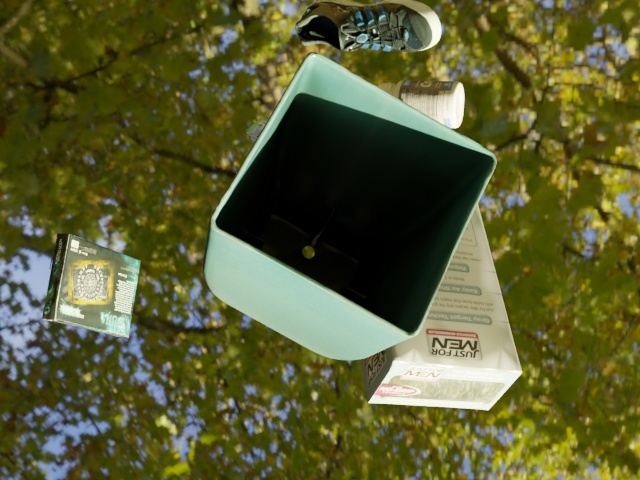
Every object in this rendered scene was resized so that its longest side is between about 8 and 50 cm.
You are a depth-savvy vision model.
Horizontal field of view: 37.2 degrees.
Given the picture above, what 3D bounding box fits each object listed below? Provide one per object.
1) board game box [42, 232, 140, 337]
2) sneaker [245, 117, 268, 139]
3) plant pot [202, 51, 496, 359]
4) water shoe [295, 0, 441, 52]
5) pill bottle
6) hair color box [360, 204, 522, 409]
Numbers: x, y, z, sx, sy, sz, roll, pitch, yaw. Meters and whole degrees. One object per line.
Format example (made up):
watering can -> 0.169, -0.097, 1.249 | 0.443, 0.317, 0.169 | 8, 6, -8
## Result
board game box -> -0.336, 0.071, 1.413 | 0.026, 0.186, 0.126 | 3, -102, 23
sneaker -> -0.080, -0.158, 1.526 | 0.038, 0.098, 0.069 | -33, -97, 19
plant pot -> 0.000, 0.000, 0.790 | 0.166, 0.234, 0.165 | 29, -114, -4
water shoe -> 0.060, -0.271, 1.248 | 0.203, 0.072, 0.080 | 14, -133, 35
pill bottle -> 0.165, -0.228, 1.583 | 0.137, 0.078, 0.078 | 5, -128, 19
hair color box -> 0.144, 0.048, 1.363 | 0.186, 0.113, 0.374 | 7, -130, -17
